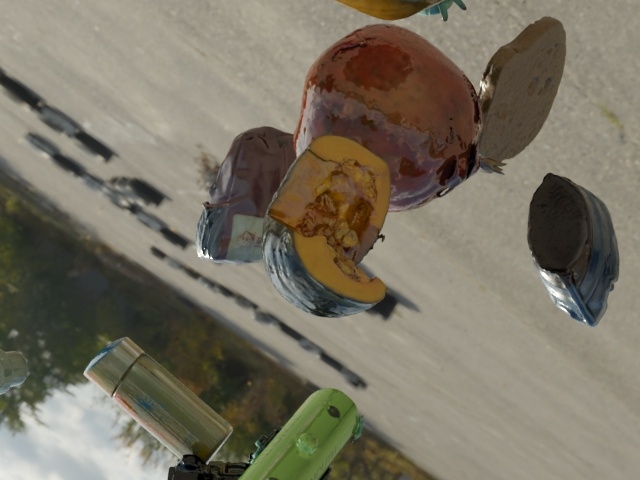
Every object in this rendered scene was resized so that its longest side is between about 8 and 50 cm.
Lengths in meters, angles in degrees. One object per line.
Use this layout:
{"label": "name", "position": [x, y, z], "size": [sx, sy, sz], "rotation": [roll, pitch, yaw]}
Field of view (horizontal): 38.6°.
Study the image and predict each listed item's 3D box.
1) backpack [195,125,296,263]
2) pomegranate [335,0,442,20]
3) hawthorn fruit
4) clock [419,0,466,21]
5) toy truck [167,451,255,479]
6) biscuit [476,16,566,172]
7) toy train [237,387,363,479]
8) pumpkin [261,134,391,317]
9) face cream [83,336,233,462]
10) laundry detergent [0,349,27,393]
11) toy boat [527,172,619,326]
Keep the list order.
{"label": "backpack", "position": [-0.130, -0.095, 2.049], "size": [0.283, 0.317, 0.197], "rotation": [7, 178, -32]}
{"label": "pomegranate", "position": [0.080, -0.390, 1.137], "size": [0.248, 0.248, 0.248], "rotation": [33, 171, 6]}
{"label": "hawthorn fruit", "position": [0.124, -0.160, 1.321], "size": [0.308, 0.276, 0.276], "rotation": [18, 168, 9]}
{"label": "clock", "position": [0.206, -0.455, 1.697], "size": [0.135, 0.101, 0.041], "rotation": [45, 158, 39]}
{"label": "toy truck", "position": [-0.140, 0.449, 1.584], "size": [0.257, 0.127, 0.127], "rotation": [2, 135, 1]}
{"label": "biscuit", "position": [0.340, -0.251, 1.591], "size": [0.049, 0.257, 0.273], "rotation": [33, 145, 29]}
{"label": "toy train", "position": [-0.041, 0.262, 1.003], "size": [0.105, 0.157, 0.253], "rotation": [38, -144, 8]}
{"label": "pumpkin", "position": [0.000, 0.000, 0.849], "size": [0.119, 0.183, 0.108], "rotation": [34, 133, -21]}
{"label": "face cream", "position": [-0.296, 0.289, 1.651], "size": [0.285, 0.139, 0.067], "rotation": [40, -144, 5]}
{"label": "laundry detergent", "position": [-0.676, 0.224, 1.549], "size": [0.125, 0.263, 0.398], "rotation": [-6, 178, 33]}
{"label": "toy boat", "position": [0.389, 0.013, 1.389], "size": [0.142, 0.129, 0.309], "rotation": [47, -150, -29]}
